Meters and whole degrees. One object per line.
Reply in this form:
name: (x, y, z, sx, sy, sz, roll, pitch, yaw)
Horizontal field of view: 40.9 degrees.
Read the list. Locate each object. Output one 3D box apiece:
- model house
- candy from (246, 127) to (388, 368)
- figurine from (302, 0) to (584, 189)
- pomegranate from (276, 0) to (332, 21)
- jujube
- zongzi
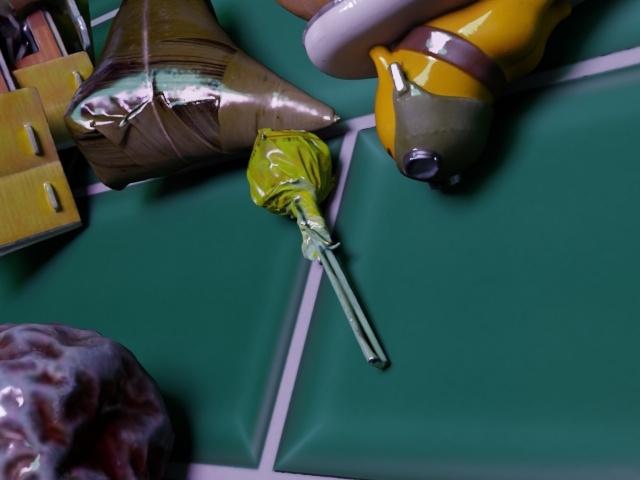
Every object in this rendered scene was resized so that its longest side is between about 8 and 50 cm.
model house: (-0.398, -0.106, 1.129, 0.300, 0.340, 0.324, -19, 66, -19)
candy: (0.000, 0.002, 0.720, 0.077, 0.073, 0.262, -53, 44, 30)
figurine: (0.123, -0.130, 0.648, 0.250, 0.166, 0.141, -21, 72, 17)
pomegranate: (0.014, -0.294, 0.811, 0.191, 0.191, 0.191, -24, 48, 30)
jujube: (-0.276, 0.184, 0.737, 0.317, 0.226, 0.226, -14, 54, 36)
zongzi: (-0.100, -0.195, 0.913, 0.300, 0.145, 0.274, -6, 52, 22)
